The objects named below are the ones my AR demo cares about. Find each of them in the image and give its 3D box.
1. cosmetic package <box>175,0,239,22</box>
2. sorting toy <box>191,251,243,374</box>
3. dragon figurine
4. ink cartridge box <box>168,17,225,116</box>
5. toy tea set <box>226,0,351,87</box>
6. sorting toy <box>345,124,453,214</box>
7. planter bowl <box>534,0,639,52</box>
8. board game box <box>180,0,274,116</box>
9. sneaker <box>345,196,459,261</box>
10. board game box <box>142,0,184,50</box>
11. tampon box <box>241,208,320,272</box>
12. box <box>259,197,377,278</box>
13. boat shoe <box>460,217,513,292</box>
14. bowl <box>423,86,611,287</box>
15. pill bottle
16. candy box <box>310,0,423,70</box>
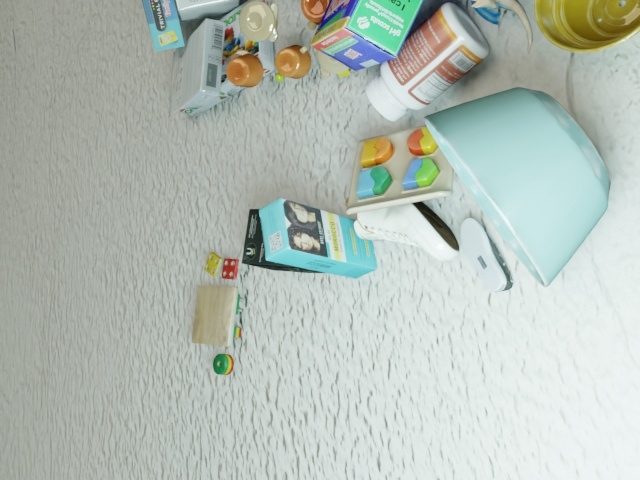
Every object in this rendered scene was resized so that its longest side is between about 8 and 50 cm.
[{"bbox_3d":[-0.287,-0.645,1.754,0.151,0.151,0.184,-138,35,-82],"label":"cosmetic package"},{"bbox_3d":[-0.228,0.163,1.648,0.132,0.046,0.274,-3,79,43],"label":"sorting toy"},{"bbox_3d":[0.299,-0.440,1.274,0.289,0.144,0.085,47,111,18],"label":"dragon figurine"},{"bbox_3d":[-0.310,-0.420,1.804,0.232,0.066,0.189,-18,67,62],"label":"ink cartridge box"},{"bbox_3d":[-0.059,-0.441,1.585,0.336,0.124,0.200,-6,102,25],"label":"toy tea set"},{"bbox_3d":[0.142,-0.138,1.289,0.193,0.038,0.208,-10,44,25],"label":"sorting toy"},{"bbox_3d":[0.450,-0.380,1.115,0.217,0.090,0.217,-13,72,43],"label":"planter bowl"},{"bbox_3d":[-0.240,-0.453,1.804,0.305,0.053,0.193,-20,66,39],"label":"board game box"},{"bbox_3d":[0.140,-0.024,1.311,0.123,0.106,0.290,-53,39,12],"label":"sneaker"},{"bbox_3d":[-0.426,-0.674,1.852,0.336,0.079,0.254,-111,11,-50],"label":"board game box"},{"bbox_3d":[-0.068,0.001,1.499,0.161,0.101,0.120,2,81,44],"label":"tampon box"},{"bbox_3d":[0.000,0.000,1.337,0.060,0.244,0.100,-26,63,37],"label":"box"},{"bbox_3d":[0.278,0.026,1.214,0.049,0.040,0.142,-44,53,38],"label":"boat shoe"},{"bbox_3d":[0.307,-0.101,1.073,0.163,0.311,0.311,-34,56,9],"label":"bowl"},{"bbox_3d":[0.189,-0.319,1.324,0.216,0.121,0.121,-37,57,31],"label":"pill bottle"},{"bbox_3d":[0.119,-0.489,1.338,0.317,0.122,0.268,-66,16,2],"label":"candy box"}]
